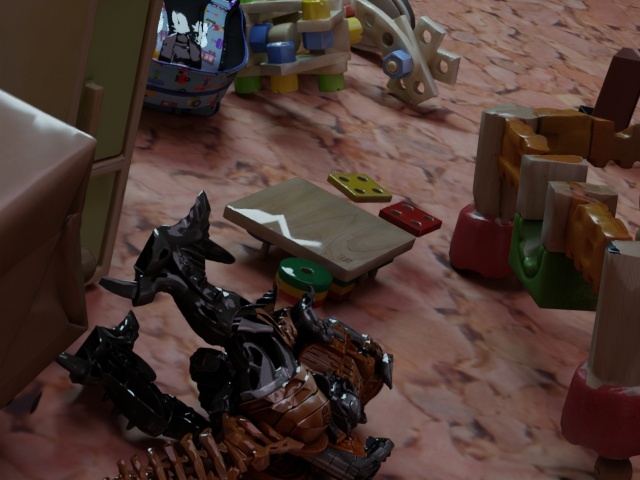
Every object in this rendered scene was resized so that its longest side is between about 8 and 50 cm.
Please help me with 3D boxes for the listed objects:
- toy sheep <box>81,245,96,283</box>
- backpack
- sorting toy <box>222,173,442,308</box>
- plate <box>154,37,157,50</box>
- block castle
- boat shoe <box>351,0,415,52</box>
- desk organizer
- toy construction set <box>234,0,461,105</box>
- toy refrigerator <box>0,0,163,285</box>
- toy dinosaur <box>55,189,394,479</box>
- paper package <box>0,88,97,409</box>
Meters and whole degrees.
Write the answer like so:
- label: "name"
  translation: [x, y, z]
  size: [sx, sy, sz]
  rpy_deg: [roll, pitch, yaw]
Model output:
- label: "toy sheep"
  translation: [-0.223, 0.039, 1.289]
  size: [0.132, 0.091, 0.091]
  rpy_deg: [-25, 43, -23]
- label: "backpack"
  translation: [-0.152, -0.189, 1.804]
  size: [0.158, 0.117, 0.173]
  rpy_deg: [11, 32, -15]
- label: "sorting toy"
  translation: [0.000, 0.000, 1.588]
  size: [0.132, 0.046, 0.274]
  rpy_deg: [28, 25, 20]
- label: "plate"
  translation: [-0.271, -0.216, 1.490]
  size: [0.278, 0.045, 0.277]
  rpy_deg: [-6, -15, -10]
- label: "block castle"
  translation: [0.306, 0.043, 1.534]
  size: [0.303, 0.212, 0.453]
  rpy_deg: [1, 20, -11]
- label: "boat shoe"
  translation: [0.002, -0.335, 2.256]
  size: [0.335, 0.112, 0.095]
  rpy_deg: [28, 29, 30]
- label: "desk organizer"
  translation: [0.345, -0.166, 2.115]
  size: [0.050, 0.130, 0.047]
  rpy_deg: [10, 25, -16]
- label: "toy construction set"
  translation: [0.010, -0.233, 1.984]
  size: [0.215, 0.151, 0.328]
  rpy_deg: [5, 3, 36]
- label: "toy refrigerator"
  translation: [-0.196, -0.094, 1.357]
  size: [0.094, 0.269, 0.102]
  rpy_deg: [23, 22, 22]
- label: "toy dinosaur"
  translation: [-0.053, 0.097, 1.223]
  size: [0.218, 0.164, 0.322]
  rpy_deg: [40, 5, 9]
- label: "paper package"
  translation: [-0.346, 0.003, 1.056]
  size: [0.325, 0.168, 0.309]
  rpy_deg: [27, 46, 19]
